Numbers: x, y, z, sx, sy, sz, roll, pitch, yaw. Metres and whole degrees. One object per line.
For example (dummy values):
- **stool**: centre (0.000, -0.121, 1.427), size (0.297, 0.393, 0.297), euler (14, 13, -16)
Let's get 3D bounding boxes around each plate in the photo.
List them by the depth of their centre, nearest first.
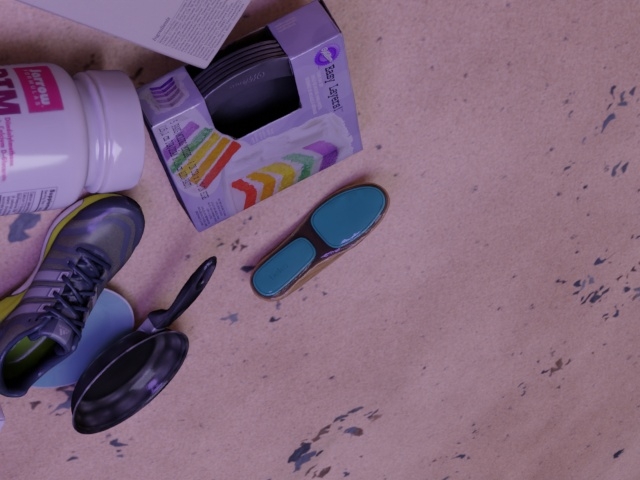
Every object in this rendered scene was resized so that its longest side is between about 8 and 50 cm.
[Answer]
- **plate**: centre (-0.340, 0.123, 1.657), size (0.188, 0.024, 0.188), euler (-17, 136, -17)

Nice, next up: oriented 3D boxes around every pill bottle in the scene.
- **pill bottle**: centre (-0.342, -0.106, 1.324), size (0.283, 0.160, 0.160), euler (-8, 134, -27)

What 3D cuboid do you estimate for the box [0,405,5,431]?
- **box**: centre (-0.463, 0.182, 1.497), size (0.103, 0.203, 0.114), euler (1, 129, -33)

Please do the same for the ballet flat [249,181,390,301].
- **ballet flat**: centre (0.000, 0.000, 1.731), size (0.232, 0.080, 0.073), euler (-36, 167, 7)

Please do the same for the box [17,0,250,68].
- **box**: centre (-0.213, -0.279, 1.287), size (0.275, 0.094, 0.113), euler (17, 120, -42)

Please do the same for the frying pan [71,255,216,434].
- **frying pan**: centre (-0.251, 0.147, 1.665), size (0.197, 0.053, 0.326), euler (-29, 153, -34)

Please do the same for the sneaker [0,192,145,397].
- **sneaker**: centre (-0.311, 0.074, 1.526), size (0.111, 0.121, 0.300), euler (31, 100, -34)

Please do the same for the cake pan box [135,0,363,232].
- **cake pan box**: centre (-0.079, -0.145, 1.490), size (0.246, 0.070, 0.267), euler (-28, 152, -9)
